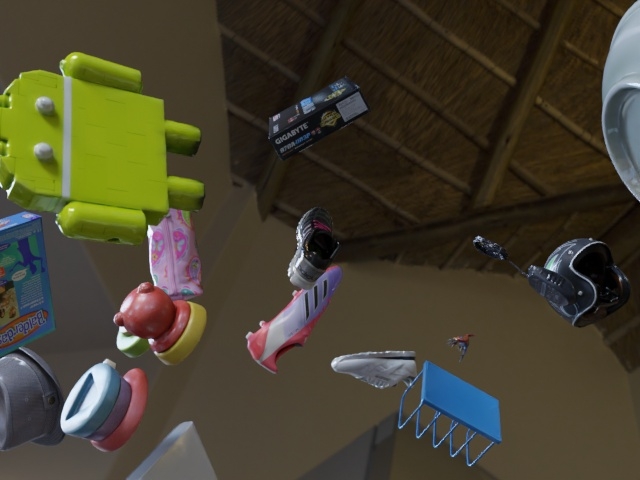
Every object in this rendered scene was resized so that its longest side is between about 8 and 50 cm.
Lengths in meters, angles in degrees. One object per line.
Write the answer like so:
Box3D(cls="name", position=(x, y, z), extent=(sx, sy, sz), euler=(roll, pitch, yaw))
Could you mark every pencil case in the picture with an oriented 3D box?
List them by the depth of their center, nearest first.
Box3D(cls="pencil case", position=(-0.355, 0.005, 1.652), extent=(0.124, 0.124, 0.284), euler=(-8, -90, 19))

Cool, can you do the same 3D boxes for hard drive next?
Box3D(cls="hard drive", position=(-0.247, 0.530, 1.300), extent=(0.040, 0.203, 0.308), euler=(-14, -76, 27))

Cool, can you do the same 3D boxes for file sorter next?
Box3D(cls="file sorter", position=(0.251, 0.343, 1.353), extent=(0.170, 0.118, 0.104), euler=(29, -61, -4))

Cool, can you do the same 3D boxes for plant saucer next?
Box3D(cls="plant saucer", position=(0.499, -0.143, 0.966), extent=(0.100, 0.400, 0.400), euler=(-24, -61, -4))

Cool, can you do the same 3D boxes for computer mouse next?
Box3D(cls="computer mouse", position=(0.421, 0.054, 1.420), extent=(0.242, 0.041, 0.071), euler=(36, -16, 25))

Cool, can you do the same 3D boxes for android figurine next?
Box3D(cls="android figurine", position=(-0.270, -0.111, 0.825), extent=(0.272, 0.248, 0.056), euler=(11, -29, -34))

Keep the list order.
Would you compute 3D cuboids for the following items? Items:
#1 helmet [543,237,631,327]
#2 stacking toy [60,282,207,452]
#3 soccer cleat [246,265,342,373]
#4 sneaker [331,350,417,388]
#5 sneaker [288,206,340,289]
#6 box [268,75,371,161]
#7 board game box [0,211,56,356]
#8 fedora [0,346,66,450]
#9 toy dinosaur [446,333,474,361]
Box3D(cls="helmet", position=(0.551, 0.083, 1.461), extent=(0.169, 0.162, 0.169), euler=(-17, -31, -10))
Box3D(cls="stacking toy", position=(-0.377, 0.202, 1.262), extent=(0.130, 0.309, 0.279), euler=(39, -11, -31))
Box3D(cls="soccer cleat", position=(-0.036, 0.153, 1.369), extent=(0.095, 0.248, 0.083), euler=(45, -11, 16))
Box3D(cls="sneaker", position=(0.139, 0.325, 1.727), extent=(0.235, 0.095, 0.090), euler=(3, -7, -21))
Box3D(cls="sneaker", position=(0.000, 0.000, 1.094), extent=(0.063, 0.170, 0.075), euler=(35, -50, -17))
Box3D(cls="box", position=(-0.007, -0.226, 1.250), extent=(0.175, 0.220, 0.051), euler=(-28, -72, 6))
Box3D(cls="board game box", position=(-0.511, 0.077, 1.101), extent=(0.047, 0.160, 0.210), euler=(13, -66, 28))
Box3D(cls="fedora", position=(-0.719, 0.387, 1.609), extent=(0.243, 0.124, 0.275), euler=(13, -69, 21))
Box3D(cls="toy dinosaur", position=(0.294, 0.207, 1.442), extent=(0.047, 0.090, 0.082), euler=(37, -25, 9))
